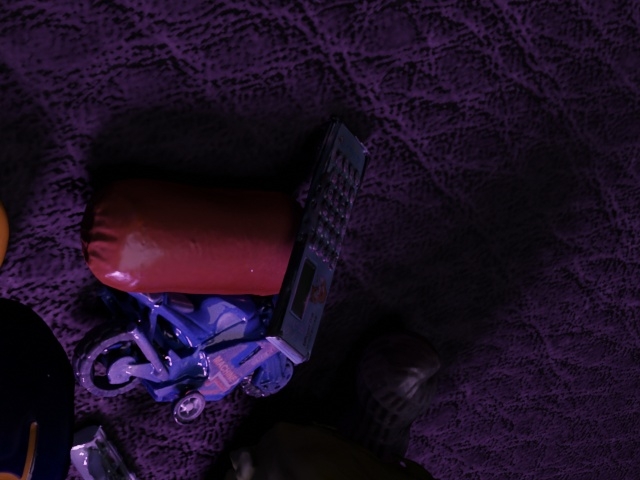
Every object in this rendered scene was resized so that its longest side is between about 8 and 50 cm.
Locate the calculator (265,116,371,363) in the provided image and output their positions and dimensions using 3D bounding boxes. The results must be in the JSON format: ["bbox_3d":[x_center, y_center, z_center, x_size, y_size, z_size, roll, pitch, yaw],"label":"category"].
[{"bbox_3d":[0.000,0.000,1.033,0.057,0.018,0.172,44,56,-51],"label":"calculator"}]

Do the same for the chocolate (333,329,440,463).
[{"bbox_3d":[0.056,0.142,1.274,0.072,0.072,0.167,-11,138,-31],"label":"chocolate"}]

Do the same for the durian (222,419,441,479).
[{"bbox_3d":[0.011,0.287,1.228,0.204,0.256,0.339,-13,148,-49],"label":"durian"}]

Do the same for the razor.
[{"bbox_3d":[-0.075,0.233,1.111,0.056,0.278,0.111,-54,150,-25],"label":"razor"}]

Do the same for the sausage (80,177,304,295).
[{"bbox_3d":[-0.080,-0.001,1.006,0.194,0.077,0.077,3,128,-44],"label":"sausage"}]

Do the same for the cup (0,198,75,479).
[{"bbox_3d":[-0.258,0.087,0.843,0.255,0.178,0.256,-28,155,37],"label":"cup"}]

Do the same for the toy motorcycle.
[{"bbox_3d":[-0.085,0.069,1.083,0.205,0.076,0.114,7,116,-41],"label":"toy motorcycle"}]
